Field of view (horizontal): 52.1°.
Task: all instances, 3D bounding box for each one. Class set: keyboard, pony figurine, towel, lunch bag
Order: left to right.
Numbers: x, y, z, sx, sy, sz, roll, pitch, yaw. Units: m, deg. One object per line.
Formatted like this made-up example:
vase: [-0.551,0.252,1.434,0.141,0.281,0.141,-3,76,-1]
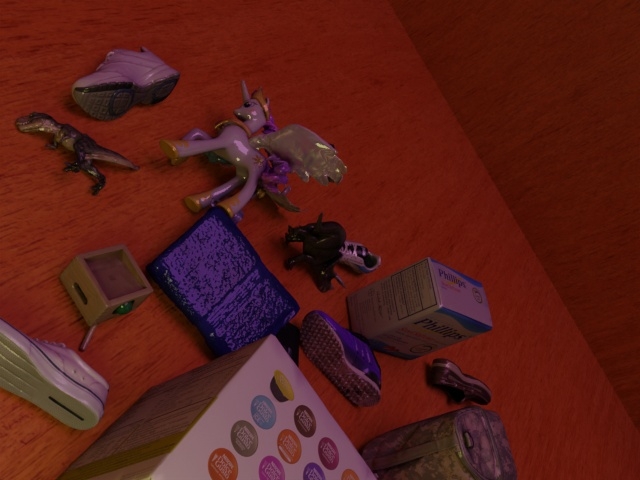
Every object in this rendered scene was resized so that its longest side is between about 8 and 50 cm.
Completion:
towel: [-0.204,0.107,1.388,0.308,0.076,0.228,54,52,-15]
pony figurine: [-0.160,-0.186,1.552,0.351,0.303,0.363,48,51,-4]
keyboard: [-0.090,0.263,1.508,0.108,0.023,0.180,38,40,-41]
lunch bag: [0.270,0.520,1.554,0.256,0.305,0.213,28,44,-44]

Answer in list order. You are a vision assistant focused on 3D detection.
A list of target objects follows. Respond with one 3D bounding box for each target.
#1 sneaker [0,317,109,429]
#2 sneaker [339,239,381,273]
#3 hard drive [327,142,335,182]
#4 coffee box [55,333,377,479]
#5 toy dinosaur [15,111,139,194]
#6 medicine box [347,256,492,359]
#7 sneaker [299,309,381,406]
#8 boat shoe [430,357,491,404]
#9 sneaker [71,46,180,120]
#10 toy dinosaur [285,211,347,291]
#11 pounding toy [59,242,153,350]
sneaker: [-0.449,0.199,1.046,0.258,0.094,0.091,50,18,-24]
sneaker: [0.075,0.029,1.828,0.237,0.086,0.085,24,51,-40]
hard drive: [-0.011,-0.200,1.611,0.022,0.135,0.094,-26,120,-31]
coffee box: [-0.167,0.410,1.024,0.338,0.338,0.334,56,34,-9]
toy dinosaur: [-0.462,-0.164,1.292,0.268,0.064,0.118,28,40,-43]
medicine box: [0.268,0.195,1.777,0.263,0.289,0.149,23,50,-42]
sneaker: [0.058,0.268,1.636,0.293,0.102,0.146,55,31,-19]
boat shoe: [0.420,0.455,1.987,0.257,0.095,0.095,35,56,-25]
sneaker: [-0.441,-0.351,1.433,0.129,0.111,0.297,45,31,3]
toy dinosaur: [0.000,0.000,1.644,0.160,0.314,0.121,-3,51,-13]
pounding toy: [-0.392,0.100,1.182,0.141,0.100,0.130,56,33,10]
